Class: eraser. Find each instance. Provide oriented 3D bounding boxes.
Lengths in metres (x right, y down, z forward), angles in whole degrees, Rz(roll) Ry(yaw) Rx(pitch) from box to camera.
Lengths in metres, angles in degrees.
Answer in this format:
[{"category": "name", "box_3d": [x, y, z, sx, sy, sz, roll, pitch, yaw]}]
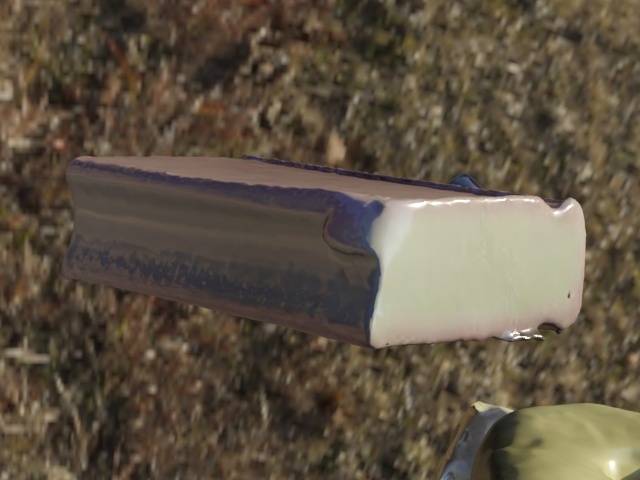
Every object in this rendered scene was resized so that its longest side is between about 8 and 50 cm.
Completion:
[{"category": "eraser", "box_3d": [0.000, 0.000, 1.548, 0.272, 0.359, 0.122, 1, 96, -45]}]

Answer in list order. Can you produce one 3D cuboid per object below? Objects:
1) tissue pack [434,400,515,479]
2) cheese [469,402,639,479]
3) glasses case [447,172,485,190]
[{"category": "tissue pack", "box_3d": [0.151, 0.259, 1.834, 0.090, 0.222, 0.186, 18, 80, 6]}, {"category": "cheese", "box_3d": [0.247, 0.203, 1.172, 0.351, 0.130, 0.328, 4, 19, -7]}, {"category": "glasses case", "box_3d": [0.146, -0.024, 1.667, 0.083, 0.023, 0.033, 49, 58, -7]}]
